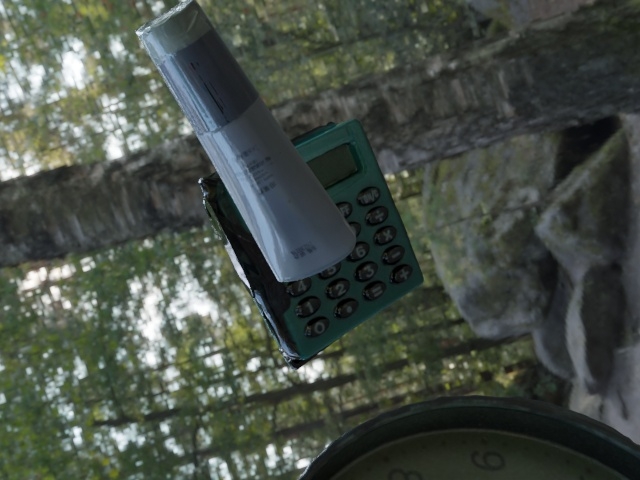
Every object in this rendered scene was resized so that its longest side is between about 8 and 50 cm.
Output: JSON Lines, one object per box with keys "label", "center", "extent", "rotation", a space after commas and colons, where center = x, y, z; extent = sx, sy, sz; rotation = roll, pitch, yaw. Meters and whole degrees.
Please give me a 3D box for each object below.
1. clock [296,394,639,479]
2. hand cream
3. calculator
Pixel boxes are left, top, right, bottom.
{"label": "clock", "center": [0.099, 0.195, 0.414], "extent": [0.281, 0.280, 0.055], "rotation": [-108, 21, -46]}
{"label": "hand cream", "center": [-0.057, -0.072, 0.700], "extent": [0.255, 0.079, 0.048], "rotation": [58, -167, -28]}
{"label": "calculator", "center": [0.000, 0.000, 1.107], "extent": [0.058, 0.248, 0.274], "rotation": [-6, 110, 60]}
